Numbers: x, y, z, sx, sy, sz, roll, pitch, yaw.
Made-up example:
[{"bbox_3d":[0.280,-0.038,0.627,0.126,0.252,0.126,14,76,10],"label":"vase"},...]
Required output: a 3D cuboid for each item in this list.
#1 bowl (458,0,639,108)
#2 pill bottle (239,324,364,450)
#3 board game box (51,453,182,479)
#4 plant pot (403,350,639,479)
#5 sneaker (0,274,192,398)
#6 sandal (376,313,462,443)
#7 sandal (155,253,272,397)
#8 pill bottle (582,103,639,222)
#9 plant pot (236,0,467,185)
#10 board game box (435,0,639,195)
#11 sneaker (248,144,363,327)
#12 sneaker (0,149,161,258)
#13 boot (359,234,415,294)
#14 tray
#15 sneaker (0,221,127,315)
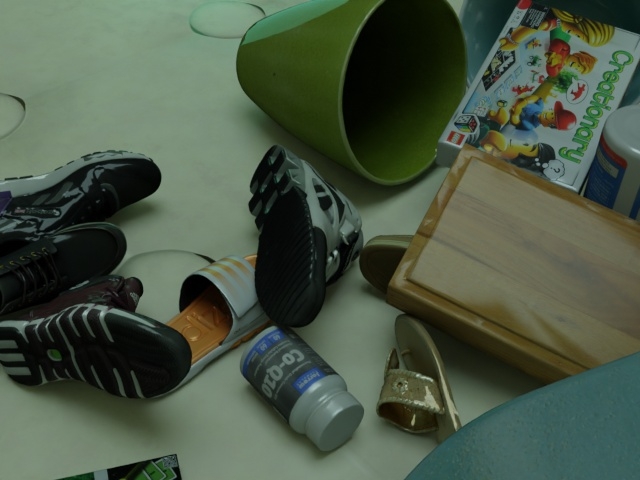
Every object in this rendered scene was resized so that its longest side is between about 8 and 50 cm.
[{"bbox_3d":[0.379,-0.310,1.425,0.311,0.312,0.163,18,7,17],"label":"bowl"},{"bbox_3d":[-0.020,0.162,1.001,0.078,0.078,0.137,-27,50,-29],"label":"pill bottle"},{"bbox_3d":[-0.178,0.324,0.849,0.136,0.030,0.260,-11,44,-12],"label":"board game box"},{"bbox_3d":[0.199,0.282,0.767,0.252,0.247,0.248,-14,42,6],"label":"plant pot"},{"bbox_3d":[-0.225,0.085,1.012,0.281,0.106,0.162,0,26,33],"label":"sneaker"},{"bbox_3d":[0.101,0.180,0.984,0.079,0.088,0.240,-14,51,-16],"label":"sandal"},{"bbox_3d":[-0.132,0.084,1.082,0.102,0.076,0.265,27,47,24],"label":"sandal"},{"bbox_3d":[0.395,-0.049,1.153,0.124,0.222,0.124,2,42,-2],"label":"pill bottle"},{"bbox_3d":[0.018,-0.246,1.355,0.293,0.275,0.274,19,42,41],"label":"plant pot"},{"bbox_3d":[0.308,-0.194,1.251,0.193,0.053,0.305,22,60,16],"label":"board game box"},{"bbox_3d":[0.000,0.000,1.131,0.146,0.122,0.330,27,28,-21],"label":"sneaker"},{"bbox_3d":[-0.337,-0.023,1.194,0.283,0.107,0.124,-17,60,-16],"label":"sneaker"},{"bbox_3d":[0.189,-0.006,1.188,0.261,0.095,0.203,6,41,6],"label":"boot"},{"bbox_3d":[0.302,0.067,1.026,0.410,0.076,0.203,26,72,10],"label":"tray"},{"bbox_3d":[-0.330,0.044,1.073,0.222,0.083,0.118,-24,8,-13],"label":"sneaker"}]
